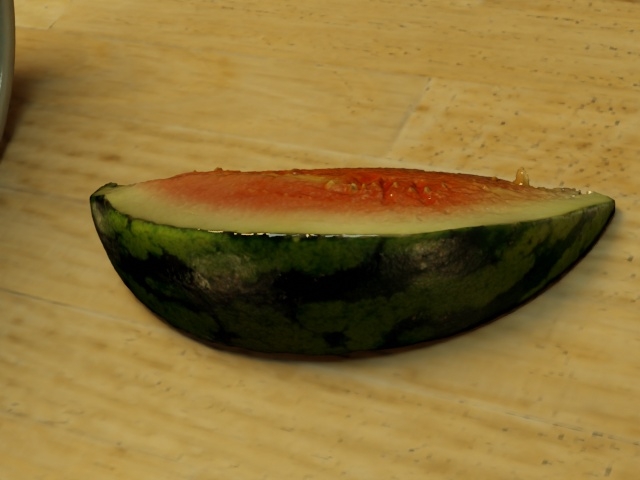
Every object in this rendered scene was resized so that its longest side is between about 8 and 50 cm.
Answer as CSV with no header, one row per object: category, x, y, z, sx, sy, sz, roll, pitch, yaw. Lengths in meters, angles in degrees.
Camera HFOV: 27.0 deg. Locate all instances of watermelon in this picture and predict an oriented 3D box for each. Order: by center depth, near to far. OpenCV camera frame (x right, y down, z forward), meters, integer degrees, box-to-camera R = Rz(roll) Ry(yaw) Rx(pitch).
watermelon,-0.001,-0.006,0.581,0.245,0.063,0.119,0,33,19

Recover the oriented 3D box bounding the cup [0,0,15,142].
cup,-0.337,-0.060,0.632,0.275,0.259,0.356,1,77,20
